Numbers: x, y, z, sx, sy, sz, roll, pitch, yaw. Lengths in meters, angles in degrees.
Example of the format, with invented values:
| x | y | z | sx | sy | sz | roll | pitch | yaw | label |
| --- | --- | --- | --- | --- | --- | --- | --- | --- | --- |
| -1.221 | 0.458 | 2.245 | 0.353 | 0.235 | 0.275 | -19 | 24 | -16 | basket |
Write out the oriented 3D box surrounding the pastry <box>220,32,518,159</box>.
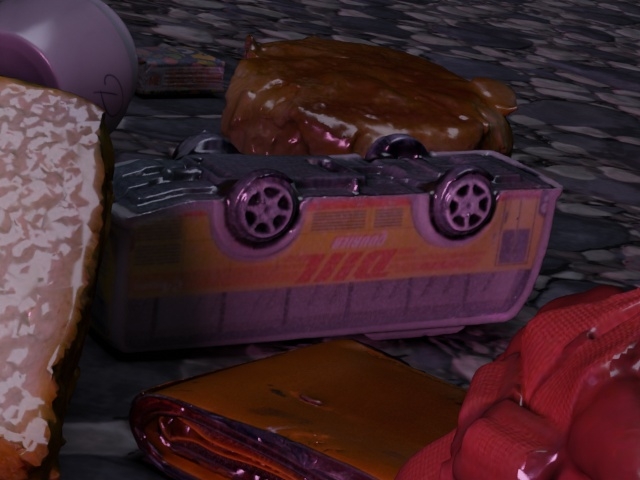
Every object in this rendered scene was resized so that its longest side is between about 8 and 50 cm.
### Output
| x | y | z | sx | sy | sz | roll | pitch | yaw | label |
| --- | --- | --- | --- | --- | --- | --- | --- | --- | --- |
| 0.021 | -0.079 | 1.184 | 0.218 | 0.100 | 0.229 | -4 | 25 | -32 | pastry |

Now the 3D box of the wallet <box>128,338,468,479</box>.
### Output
| x | y | z | sx | sy | sz | roll | pitch | yaw | label |
| --- | --- | --- | --- | --- | --- | --- | --- | --- | --- |
| 0.034 | 0.095 | 0.734 | 0.195 | 0.042 | 0.161 | 18 | 14 | 33 | wallet |

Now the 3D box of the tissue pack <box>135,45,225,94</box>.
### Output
| x | y | z | sx | sy | sz | roll | pitch | yaw | label |
| --- | --- | --- | --- | --- | --- | --- | --- | --- | --- |
| -0.131 | -0.145 | 1.429 | 0.083 | 0.035 | 0.063 | -5 | 22 | -41 | tissue pack |

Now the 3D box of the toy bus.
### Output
| x | y | z | sx | sy | sz | roll | pitch | yaw | label |
| --- | --- | --- | --- | --- | --- | --- | --- | --- | --- |
| 0.000 | 0.000 | 0.907 | 0.268 | 0.106 | 0.092 | -3 | 21 | -30 | toy bus |

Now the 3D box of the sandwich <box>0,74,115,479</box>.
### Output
| x | y | z | sx | sy | sz | roll | pitch | yaw | label |
| --- | --- | --- | --- | --- | --- | --- | --- | --- | --- |
| -0.219 | 0.011 | 0.700 | 0.251 | 0.087 | 0.226 | 8 | 46 | -4 | sandwich |

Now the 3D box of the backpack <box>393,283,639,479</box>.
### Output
| x | y | z | sx | sy | sz | roll | pitch | yaw | label |
| --- | --- | --- | --- | --- | --- | --- | --- | --- | --- |
| 0.073 | 0.113 | 0.385 | 0.139 | 0.229 | 0.229 | 6 | 17 | 1 | backpack |

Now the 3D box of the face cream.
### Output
| x | y | z | sx | sy | sz | roll | pitch | yaw | label |
| --- | --- | --- | --- | --- | --- | --- | --- | --- | --- |
| -0.189 | -0.113 | 1.157 | 0.117 | 0.117 | 0.104 | 15 | 26 | 17 | face cream |
